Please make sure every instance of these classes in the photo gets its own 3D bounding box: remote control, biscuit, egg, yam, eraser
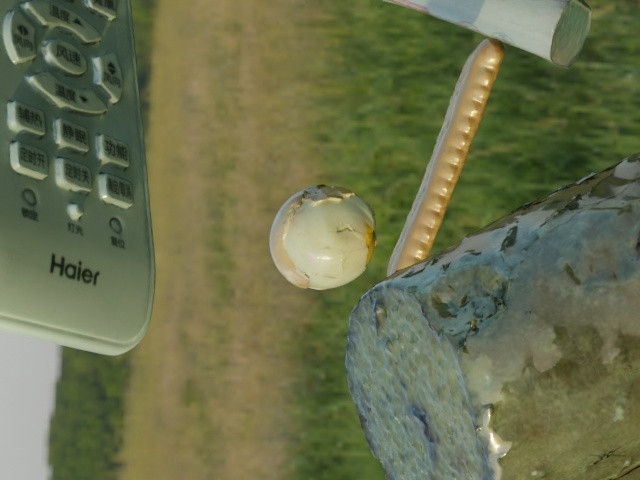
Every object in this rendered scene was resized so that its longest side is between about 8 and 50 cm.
[{"bbox_3d":[-0.133,-0.092,0.697,0.051,0.103,0.293,-20,65,33],"label":"remote control"},{"bbox_3d":[0.113,-0.066,1.385,0.160,0.030,0.249,-50,-20,-85],"label":"biscuit"},{"bbox_3d":[0.000,0.000,1.020,0.083,0.071,0.071,136,136,-64],"label":"egg"},{"bbox_3d":[0.144,0.033,0.661,0.154,0.254,0.154,160,90,-81],"label":"yam"},{"bbox_3d":[0.178,-0.269,1.671,0.174,0.227,0.081,-11,-59,-69],"label":"eraser"}]
